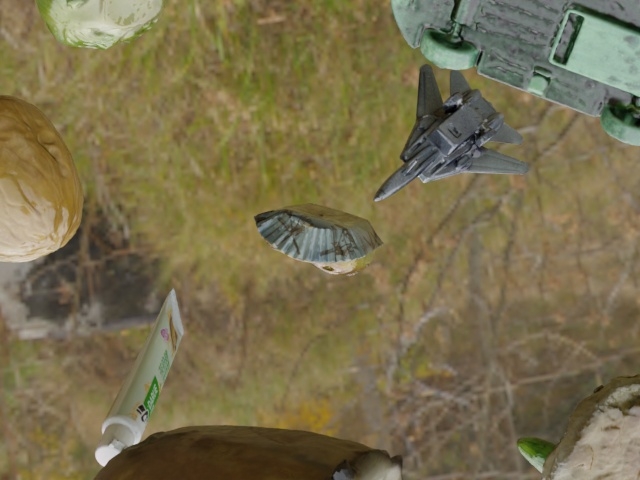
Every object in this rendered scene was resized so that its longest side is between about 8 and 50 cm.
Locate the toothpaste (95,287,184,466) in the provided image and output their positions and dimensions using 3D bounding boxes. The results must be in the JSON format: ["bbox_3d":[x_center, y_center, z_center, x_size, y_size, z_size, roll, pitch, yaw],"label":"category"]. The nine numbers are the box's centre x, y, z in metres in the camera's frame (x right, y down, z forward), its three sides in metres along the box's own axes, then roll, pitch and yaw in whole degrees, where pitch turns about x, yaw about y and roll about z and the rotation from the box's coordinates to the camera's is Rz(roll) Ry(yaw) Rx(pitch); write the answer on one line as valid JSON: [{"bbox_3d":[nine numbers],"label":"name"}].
[{"bbox_3d":[-0.231,0.183,1.631,0.056,0.314,0.058,35,123,-11],"label":"toothpaste"}]

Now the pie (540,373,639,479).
[{"bbox_3d":[0.299,0.205,1.164,0.195,0.195,0.046,-4,-158,-21],"label":"pie"}]

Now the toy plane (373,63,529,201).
[{"bbox_3d":[0.159,-0.129,1.667,0.267,0.212,0.088,-37,172,-43],"label":"toy plane"}]

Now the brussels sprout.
[{"bbox_3d":[-0.220,-0.259,1.279,0.155,0.155,0.117,-12,129,13],"label":"brussels sprout"}]

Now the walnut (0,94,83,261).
[{"bbox_3d":[-0.398,-0.076,1.544,0.193,0.225,0.193,-36,180,0],"label":"walnut"}]

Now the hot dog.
[{"bbox_3d":[0.000,0.000,1.676,0.163,0.081,0.270,15,-175,8],"label":"hot dog"}]

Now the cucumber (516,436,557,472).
[{"bbox_3d":[0.390,0.351,1.754,0.250,0.056,0.056,32,172,11],"label":"cucumber"}]

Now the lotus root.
[{"bbox_3d":[-0.063,0.272,0.941,0.250,0.316,0.316,17,-174,39],"label":"lotus root"}]

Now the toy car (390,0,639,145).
[{"bbox_3d":[0.219,-0.199,1.094,0.306,0.136,0.125,23,-144,11],"label":"toy car"}]
